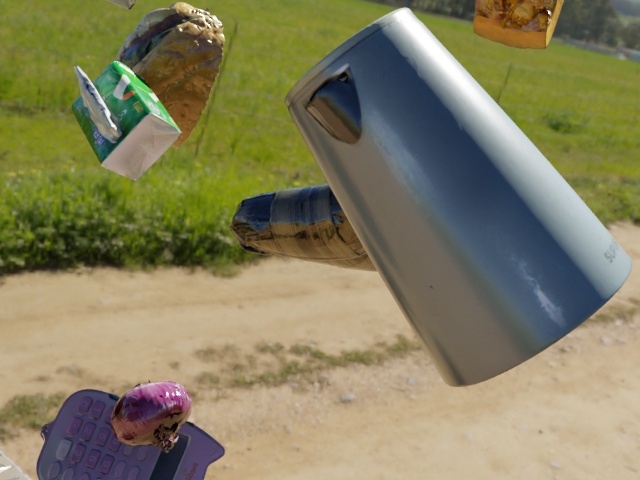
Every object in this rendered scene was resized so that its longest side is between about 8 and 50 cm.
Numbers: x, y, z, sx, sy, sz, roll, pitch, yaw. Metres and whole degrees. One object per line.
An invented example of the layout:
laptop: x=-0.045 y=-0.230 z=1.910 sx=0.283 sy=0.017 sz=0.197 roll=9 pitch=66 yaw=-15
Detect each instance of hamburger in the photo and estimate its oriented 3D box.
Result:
hamburger: x=-0.365 y=-0.372 z=1.894 sx=0.209 sy=0.330 sz=0.162 roll=5 pitch=32 yaw=-33

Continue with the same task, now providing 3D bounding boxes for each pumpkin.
pumpkin: x=0.269 y=-0.388 z=1.132 sx=0.131 sy=0.248 sz=0.126 roll=19 pitch=64 yaw=18

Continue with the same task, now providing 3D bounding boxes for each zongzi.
zongzi: x=0.000 y=0.000 z=1.629 sx=0.286 sy=0.134 sz=0.288 roll=-4 pitch=-29 yaw=23

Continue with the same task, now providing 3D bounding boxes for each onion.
onion: x=-0.226 y=0.241 z=1.140 sx=0.115 sy=0.115 sz=0.104 roll=-7 pitch=52 yaw=-43

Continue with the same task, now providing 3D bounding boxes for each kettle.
kettle: x=0.101 y=-0.049 z=0.627 sx=0.243 sy=0.160 sz=0.210 roll=55 pitch=38 yaw=-1

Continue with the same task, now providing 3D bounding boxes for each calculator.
calculator: x=-0.321 y=0.364 z=1.387 sx=0.294 sy=0.194 sz=0.043 roll=22 pitch=-20 yaw=-5

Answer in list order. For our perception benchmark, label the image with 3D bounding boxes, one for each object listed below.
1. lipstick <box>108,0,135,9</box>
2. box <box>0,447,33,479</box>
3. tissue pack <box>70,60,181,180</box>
lipstick: x=-0.354 y=-0.412 z=1.369 sx=0.107 sy=0.025 sz=0.025 roll=24 pitch=53 yaw=3
box: x=-0.655 y=0.530 z=1.487 sx=0.225 sy=0.297 sz=0.190 roll=37 pitch=22 yaw=15
tissue pack: x=-0.413 y=-0.253 z=1.687 sx=0.156 sy=0.148 sz=0.209 roll=29 pitch=19 yaw=-52
